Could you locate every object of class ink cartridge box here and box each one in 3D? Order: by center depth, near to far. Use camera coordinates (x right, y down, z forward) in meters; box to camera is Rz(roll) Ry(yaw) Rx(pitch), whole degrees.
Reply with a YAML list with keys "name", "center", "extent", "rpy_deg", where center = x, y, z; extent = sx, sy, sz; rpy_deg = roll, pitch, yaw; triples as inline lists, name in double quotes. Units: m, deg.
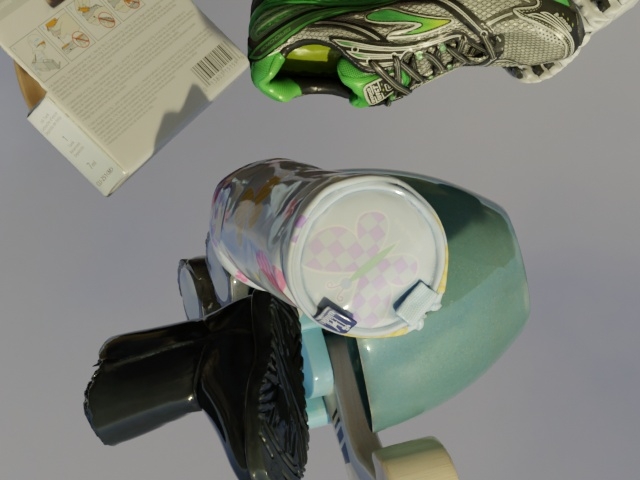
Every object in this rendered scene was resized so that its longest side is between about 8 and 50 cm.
- name: "ink cartridge box"
  center: [-0.240, -0.212, 1.724]
  extent: [0.060, 0.239, 0.275]
  rpy_deg: [-41, -175, 44]

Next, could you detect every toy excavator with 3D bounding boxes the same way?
- name: "toy excavator"
  center: [0.020, 0.174, 1.862]
  extent: [0.222, 0.445, 0.433]
  rpy_deg: [-13, 169, -21]

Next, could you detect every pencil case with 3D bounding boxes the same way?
- name: "pencil case"
  center: [0.000, 0.000, 1.140]
  extent: [0.113, 0.124, 0.273]
  rpy_deg: [-63, -161, -2]

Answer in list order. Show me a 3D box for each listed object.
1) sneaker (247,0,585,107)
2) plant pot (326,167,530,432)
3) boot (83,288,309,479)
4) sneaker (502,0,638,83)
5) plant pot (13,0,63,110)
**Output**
- name: "sneaker"
  center: [0.092, -0.190, 1.524]
  extent: [0.344, 0.134, 0.146]
  rpy_deg: [-3, -125, 15]
- name: "plant pot"
  center: [0.117, 0.047, 1.661]
  extent: [0.196, 0.290, 0.290]
  rpy_deg: [-12, -147, -3]
- name: "boot"
  center: [-0.121, 0.162, 1.432]
  extent: [0.207, 0.094, 0.246]
  rpy_deg: [-21, -139, 17]
- name: "sneaker"
  center: [0.309, -0.279, 1.806]
  extent: [0.118, 0.110, 0.292]
  rpy_deg: [-27, 175, -34]
- name: "plant pot"
  center: [-0.292, -0.248, 1.960]
  extent: [0.110, 0.237, 0.237]
  rpy_deg: [-11, -158, -41]
